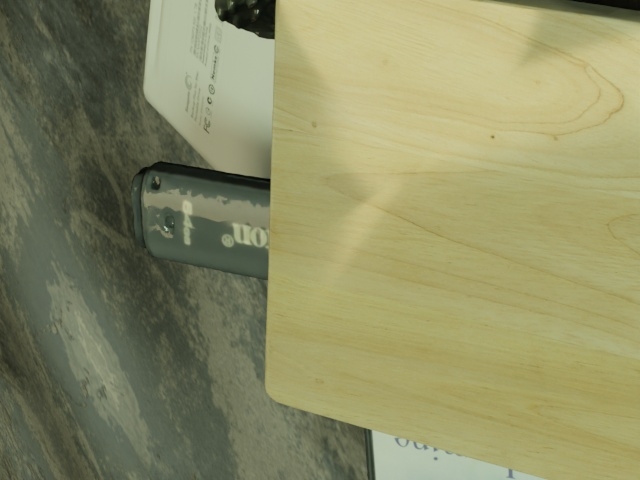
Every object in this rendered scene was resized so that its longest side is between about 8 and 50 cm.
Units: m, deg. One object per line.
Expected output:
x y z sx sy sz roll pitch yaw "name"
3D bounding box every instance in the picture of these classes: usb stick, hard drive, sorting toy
0.000 0.000 0.893 0.278 0.045 0.077 11 124 23 "usb stick"
-0.029 -0.108 0.986 0.307 0.040 0.203 44 139 34 "hard drive"
0.107 -0.011 0.726 0.257 0.089 0.255 13 117 21 "sorting toy"

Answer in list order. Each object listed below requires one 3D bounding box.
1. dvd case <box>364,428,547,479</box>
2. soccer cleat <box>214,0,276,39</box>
0.104 0.052 0.822 0.180 0.022 0.253 5 114 25 "dvd case"
0.051 -0.201 0.773 0.318 0.109 0.116 -9 71 50 "soccer cleat"
